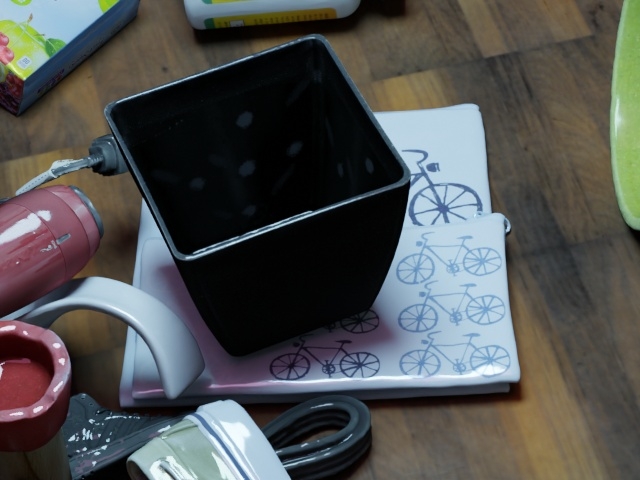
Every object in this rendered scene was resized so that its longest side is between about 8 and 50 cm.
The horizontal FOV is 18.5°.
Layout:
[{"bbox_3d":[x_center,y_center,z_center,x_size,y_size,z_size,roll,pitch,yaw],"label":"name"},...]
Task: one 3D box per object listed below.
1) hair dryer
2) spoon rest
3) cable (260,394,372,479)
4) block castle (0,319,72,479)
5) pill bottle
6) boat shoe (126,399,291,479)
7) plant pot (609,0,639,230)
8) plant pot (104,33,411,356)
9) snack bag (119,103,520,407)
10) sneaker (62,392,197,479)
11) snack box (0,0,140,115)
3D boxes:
[{"bbox_3d":[-0.261,0.017,1.577,0.223,0.080,0.293,-28,9,27],"label":"hair dryer"},{"bbox_3d":[-0.228,0.071,1.560,0.276,0.084,0.137,2,25,24],"label":"spoon rest"},{"bbox_3d":[-0.085,0.206,1.490,0.139,0.072,0.287,18,37,38],"label":"cable"},{"bbox_3d":[-0.334,0.256,1.270,0.303,0.213,0.453,3,52,4],"label":"block castle"},{"bbox_3d":[-0.025,-0.265,1.863,0.208,0.117,0.117,-5,47,2],"label":"pill bottle"},{"bbox_3d":[-0.030,0.249,1.370,0.094,0.109,0.302,-26,61,-19],"label":"boat shoe"},{"bbox_3d":[0.395,-0.132,1.623,0.254,0.276,0.276,6,47,-5],"label":"plant pot"},{"bbox_3d":[-0.042,-0.020,1.554,0.187,0.167,0.188,-20,47,-11],"label":"plant pot"},{"bbox_3d":[0.000,0.000,1.668,0.323,0.037,0.342,-3,47,4],"label":"snack bag"},{"bbox_3d":[-0.169,0.148,1.535,0.170,0.051,0.089,-22,52,-11],"label":"sneaker"},{"bbox_3d":[-0.301,-0.245,1.863,0.207,0.070,0.174,40,59,9],"label":"snack box"}]
